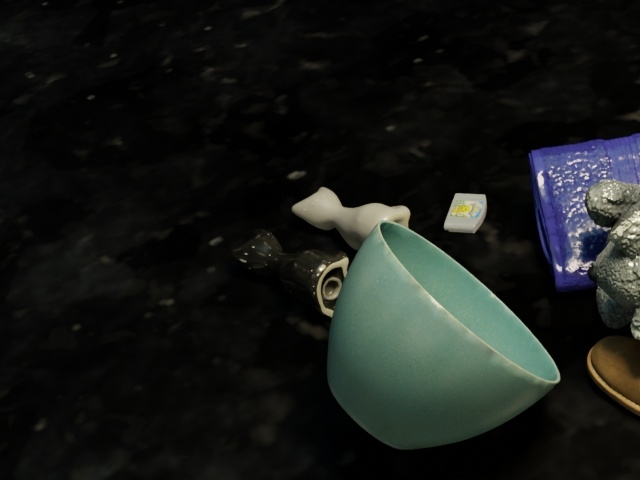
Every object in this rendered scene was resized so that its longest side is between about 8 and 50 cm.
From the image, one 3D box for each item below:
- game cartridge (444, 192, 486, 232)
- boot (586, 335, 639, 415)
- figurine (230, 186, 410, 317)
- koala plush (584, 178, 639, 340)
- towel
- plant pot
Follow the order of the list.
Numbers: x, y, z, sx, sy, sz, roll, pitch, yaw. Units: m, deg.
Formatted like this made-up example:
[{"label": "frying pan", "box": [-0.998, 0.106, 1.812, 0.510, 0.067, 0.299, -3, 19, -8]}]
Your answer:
[{"label": "game cartridge", "box": [0.226, -0.043, 1.837, 0.056, 0.017, 0.083, 6, 43, 18]}, {"label": "boot", "box": [0.454, 0.167, 1.433, 0.305, 0.115, 0.112, 24, 55, 41]}, {"label": "figurine", "box": [0.000, 0.000, 1.803, 0.215, 0.092, 0.209, -37, 40, -28]}, {"label": "koala plush", "box": [0.415, 0.024, 1.484, 0.203, 0.196, 0.221, -5, 9, 28]}, {"label": "towel", "box": [0.462, -0.045, 1.694, 0.308, 0.076, 0.227, -9, 65, 6]}, {"label": "plant pot", "box": [0.121, 0.142, 1.474, 0.195, 0.290, 0.290, -49, 38, 14]}]
